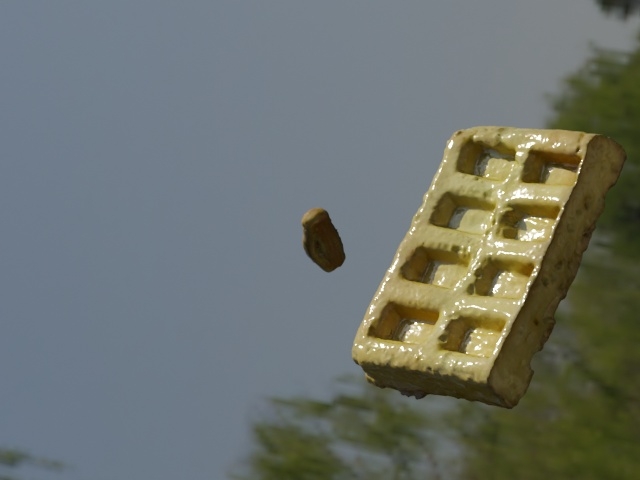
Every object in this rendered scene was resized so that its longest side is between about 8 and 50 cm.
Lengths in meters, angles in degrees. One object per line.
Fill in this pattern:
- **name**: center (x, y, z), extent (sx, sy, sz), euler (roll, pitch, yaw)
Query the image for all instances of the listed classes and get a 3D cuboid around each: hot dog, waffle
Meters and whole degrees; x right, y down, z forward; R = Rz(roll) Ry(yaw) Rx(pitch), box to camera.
- **hot dog**: center (0.000, 0.000, 2.140), extent (0.044, 0.028, 0.137), euler (-34, -24, -3)
- **waffle**: center (0.145, 0.015, 1.667), extent (0.057, 0.168, 0.274), euler (44, -115, -42)
